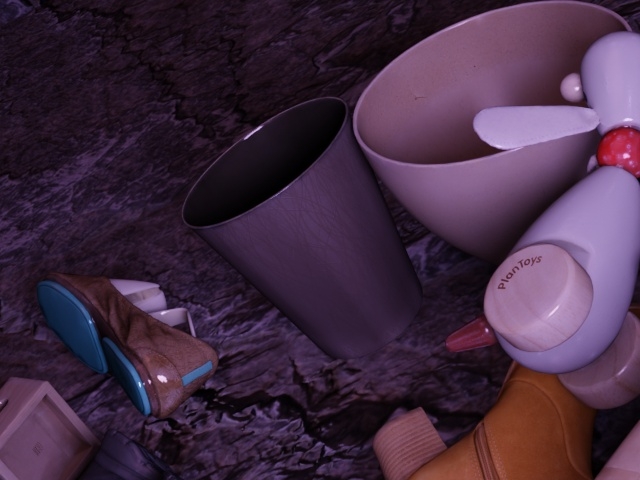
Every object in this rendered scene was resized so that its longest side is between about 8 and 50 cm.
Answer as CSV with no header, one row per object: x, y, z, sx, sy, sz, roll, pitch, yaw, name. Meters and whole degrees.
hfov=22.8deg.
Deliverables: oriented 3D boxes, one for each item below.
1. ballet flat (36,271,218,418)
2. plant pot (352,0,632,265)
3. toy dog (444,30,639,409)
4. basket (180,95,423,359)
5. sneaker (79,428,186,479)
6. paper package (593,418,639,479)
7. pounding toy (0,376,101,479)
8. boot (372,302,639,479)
-0.217,0.103,1.848,0.124,0.116,0.342,-23,24,-23,ballet flat
0.196,-0.084,1.584,0.284,0.191,0.284,-17,32,11,plant pot
0.196,-0.011,1.319,0.161,0.220,0.333,-8,33,36,toy dog
0.000,0.000,1.640,0.204,0.227,0.154,-40,30,-9,basket
-0.166,0.284,1.538,0.130,0.109,0.286,-52,25,-11,sneaker
0.345,0.222,0.869,0.325,0.309,0.168,8,48,50,paper package
-0.346,0.232,1.746,0.100,0.130,0.141,0,44,46,pounding toy
0.202,0.186,1.315,0.295,0.104,0.211,-26,42,-6,boot
